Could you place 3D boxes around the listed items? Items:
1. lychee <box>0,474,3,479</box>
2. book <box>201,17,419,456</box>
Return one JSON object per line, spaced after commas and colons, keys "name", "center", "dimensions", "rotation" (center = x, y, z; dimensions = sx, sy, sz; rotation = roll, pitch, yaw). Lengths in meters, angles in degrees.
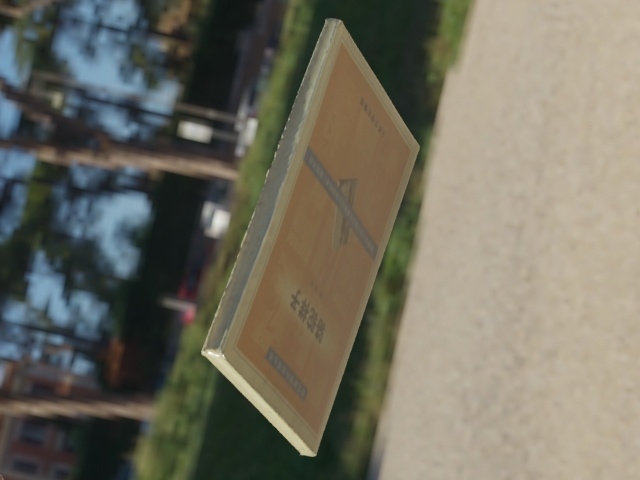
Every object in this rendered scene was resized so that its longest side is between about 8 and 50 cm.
{"name": "lychee", "center": [-0.287, 0.185, 1.019], "dimensions": [0.271, 0.271, 0.271], "rotation": [-167, 90, -89]}
{"name": "book", "center": [0.001, 0.000, 1.284], "dimensions": [0.170, 0.018, 0.241], "rotation": [52, -129, -55]}
